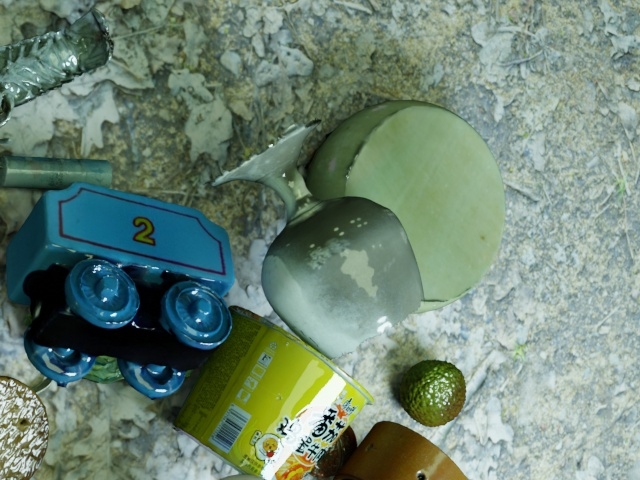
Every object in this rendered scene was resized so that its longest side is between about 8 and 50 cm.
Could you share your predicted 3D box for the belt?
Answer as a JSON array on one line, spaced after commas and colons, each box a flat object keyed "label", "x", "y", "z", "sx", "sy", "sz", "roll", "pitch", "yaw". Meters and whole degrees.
[{"label": "belt", "x": 0.139, "y": 0.408, "z": 2.013, "sx": 0.122, "sy": 0.217, "sz": 0.338, "roll": -50, "pitch": 153, "yaw": -22}]

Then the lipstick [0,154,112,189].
[{"label": "lipstick", "x": -0.381, "y": -0.096, "z": 1.861, "sx": 0.158, "sy": 0.048, "sz": 0.048, "roll": 1, "pitch": 86, "yaw": -31}]

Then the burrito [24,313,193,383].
[{"label": "burrito", "x": -0.296, "y": 0.161, "z": 1.895, "sx": 0.288, "sy": 0.054, "sz": 0.104, "roll": 18, "pitch": 80, "yaw": -31}]

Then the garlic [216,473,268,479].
[{"label": "garlic", "x": -0.116, "y": 0.453, "z": 1.796, "sx": 0.203, "sy": 0.185, "sz": 0.281, "roll": -21, "pitch": 120, "yaw": -19}]

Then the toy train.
[{"label": "toy train", "x": -0.267, "y": 0.064, "z": 1.800, "sx": 0.300, "sy": 0.188, "sz": 0.265, "roll": 14, "pitch": 47, "yaw": -31}]

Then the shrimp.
[{"label": "shrimp", "x": -0.466, "y": -0.204, "z": 1.763, "sx": 0.410, "sy": 0.166, "sz": 0.221, "roll": -30, "pitch": 100, "yaw": -42}]

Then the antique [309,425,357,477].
[{"label": "antique", "x": 0.002, "y": 0.323, "z": 2.035, "sx": 0.104, "sy": 0.104, "sz": 0.104, "roll": 2, "pitch": 85, "yaw": -31}]

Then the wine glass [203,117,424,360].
[{"label": "wine glass", "x": 0.000, "y": 0.000, "z": 1.876, "sx": 0.238, "sy": 0.238, "sz": 0.323, "roll": -29, "pitch": 91, "yaw": -29}]

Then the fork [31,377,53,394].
[{"label": "fork", "x": -0.468, "y": 0.230, "z": 1.795, "sx": 0.219, "sy": 0.034, "sz": 0.028, "roll": -22, "pitch": 107, "yaw": -30}]

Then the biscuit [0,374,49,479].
[{"label": "biscuit", "x": -0.459, "y": 0.273, "z": 1.778, "sx": 0.188, "sy": 0.027, "sz": 0.187, "roll": -10, "pitch": 107, "yaw": -37}]

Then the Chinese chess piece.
[{"label": "Chinese chess piece", "x": 0.137, "y": -0.054, "z": 2.116, "sx": 0.349, "sy": 0.146, "sz": 0.349, "roll": 2, "pitch": 86, "yaw": -32}]

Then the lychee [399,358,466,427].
[{"label": "lychee", "x": 0.188, "y": 0.251, "z": 2.145, "sx": 0.114, "sy": 0.146, "sz": 0.114, "roll": -1, "pitch": 63, "yaw": 1}]

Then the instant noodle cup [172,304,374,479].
[{"label": "instant noodle cup", "x": -0.078, "y": 0.248, "z": 1.912, "sx": 0.264, "sy": 0.264, "sz": 0.200, "roll": 38, "pitch": 77, "yaw": -24}]
